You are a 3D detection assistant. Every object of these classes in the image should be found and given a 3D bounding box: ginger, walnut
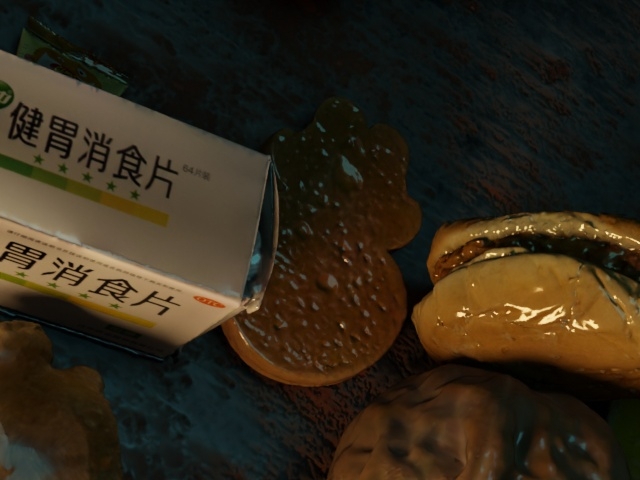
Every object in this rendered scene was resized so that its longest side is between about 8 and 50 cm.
[{"bbox_3d":[-0.278,0.155,1.168,0.270,0.123,0.218,23,64,-19],"label":"ginger"},{"bbox_3d":[0.127,0.237,1.295,0.273,0.227,0.273,12,62,-24],"label":"walnut"}]

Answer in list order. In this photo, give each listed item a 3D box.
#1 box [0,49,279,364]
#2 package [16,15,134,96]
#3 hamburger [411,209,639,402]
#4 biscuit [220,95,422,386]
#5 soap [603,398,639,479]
[{"bbox_3d":[-0.216,-0.029,1.244,0.333,0.173,0.145,21,63,-21],"label":"box"},{"bbox_3d":[-0.233,-0.125,1.357,0.108,0.031,0.120,30,59,-16],"label":"package"},{"bbox_3d":[0.231,0.068,1.378,0.259,0.283,0.144,38,50,-49],"label":"hamburger"},{"bbox_3d":[-0.001,0.000,1.429,0.202,0.044,0.288,25,59,-19],"label":"biscuit"},{"bbox_3d":[0.350,0.234,1.436,0.091,0.199,0.315,58,44,-52],"label":"soap"}]
